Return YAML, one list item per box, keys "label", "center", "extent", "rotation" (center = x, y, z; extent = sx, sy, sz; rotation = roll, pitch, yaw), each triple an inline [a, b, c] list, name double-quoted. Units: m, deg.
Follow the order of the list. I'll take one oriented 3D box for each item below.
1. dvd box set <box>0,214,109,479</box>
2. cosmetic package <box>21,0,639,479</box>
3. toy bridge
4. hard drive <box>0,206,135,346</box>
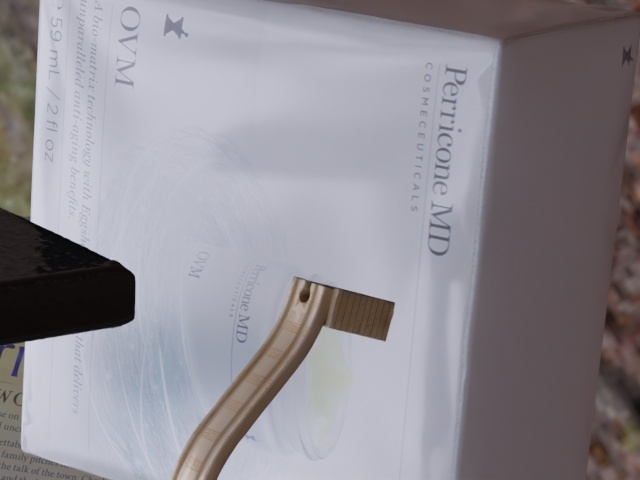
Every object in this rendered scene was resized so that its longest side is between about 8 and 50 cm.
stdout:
- label: "dvd box set"
  center: [-0.226, 0.189, 1.271]
  extent: [0.062, 0.307, 0.420]
  rotation: [41, 116, 62]
- label: "cosmetic package"
  center: [0.000, 0.000, 0.855]
  extent: [0.224, 0.138, 0.224]
  rotation: [13, 107, 29]
- label: "toy bridge"
  center: [-0.028, 0.104, 0.702]
  extent: [0.063, 0.188, 0.026]
  rotation: [16, -178, -41]
- label: "hard drive"
  center: [-0.137, 0.008, 0.678]
  extent: [0.135, 0.094, 0.022]
  rotation: [21, 114, 52]
